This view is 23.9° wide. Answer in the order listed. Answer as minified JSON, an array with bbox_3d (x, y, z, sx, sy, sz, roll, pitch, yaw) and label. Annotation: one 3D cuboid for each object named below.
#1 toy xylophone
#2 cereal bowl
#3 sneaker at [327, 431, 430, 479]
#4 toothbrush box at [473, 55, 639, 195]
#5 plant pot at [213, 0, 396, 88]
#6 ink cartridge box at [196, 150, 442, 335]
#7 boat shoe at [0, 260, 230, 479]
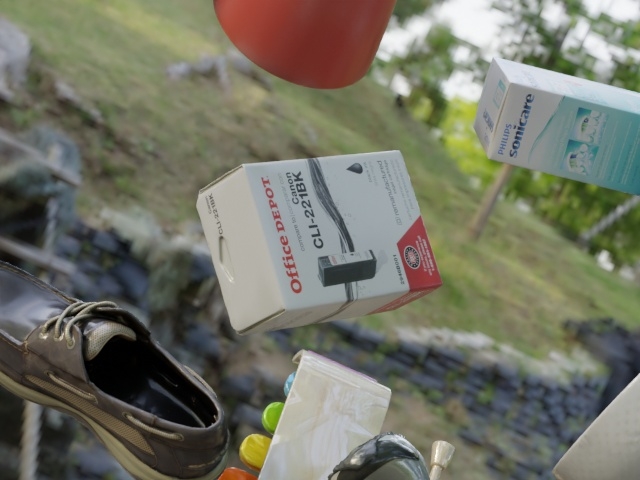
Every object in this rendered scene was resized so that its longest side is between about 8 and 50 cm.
[{"bbox_3d":[0.011,0.276,1.711,0.236,0.322,0.081,31,-35,-1],"label":"toy xylophone"},{"bbox_3d":[0.477,0.244,2.039,0.141,0.339,0.339,46,6,15],"label":"cereal bowl"},{"bbox_3d":[0.091,0.284,1.440,0.108,0.100,0.271,42,-16,49],"label":"sneaker"},{"bbox_3d":[0.395,-0.169,2.283,0.295,0.126,0.216,13,17,-4],"label":"toothbrush box"},{"bbox_3d":[0.008,-0.405,2.260,0.275,0.243,0.275,17,46,-18],"label":"plant pot"},{"bbox_3d":[0.000,0.000,1.944,0.273,0.197,0.114,-8,-14,-39],"label":"ink cartridge box"},{"bbox_3d":[-0.233,0.118,1.586,0.355,0.130,0.132,33,46,8],"label":"boat shoe"}]
